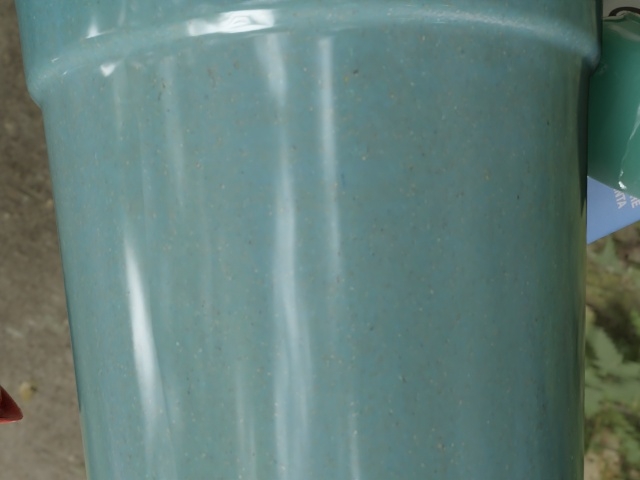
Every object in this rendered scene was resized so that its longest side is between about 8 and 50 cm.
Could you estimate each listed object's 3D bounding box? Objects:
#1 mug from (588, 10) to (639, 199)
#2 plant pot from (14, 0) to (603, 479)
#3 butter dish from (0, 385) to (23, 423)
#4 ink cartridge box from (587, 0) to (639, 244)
[{"bbox_3d":[0.203,-0.091,0.834,0.129,0.097,0.158,14,-161,-26],"label":"mug"},{"bbox_3d":[0.000,0.000,0.697,0.341,0.334,0.341,-2,174,0],"label":"plant pot"},{"bbox_3d":[-0.357,0.100,1.167,0.159,0.118,0.160,2,-171,-29],"label":"butter dish"},{"bbox_3d":[0.138,-0.105,1.062,0.395,0.270,0.151,-26,123,1],"label":"ink cartridge box"}]
